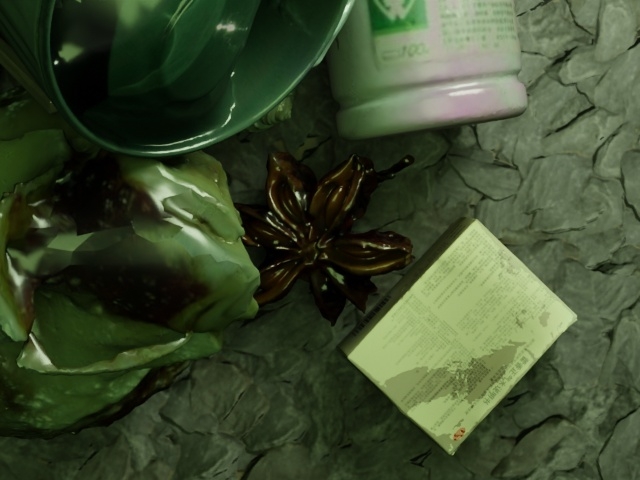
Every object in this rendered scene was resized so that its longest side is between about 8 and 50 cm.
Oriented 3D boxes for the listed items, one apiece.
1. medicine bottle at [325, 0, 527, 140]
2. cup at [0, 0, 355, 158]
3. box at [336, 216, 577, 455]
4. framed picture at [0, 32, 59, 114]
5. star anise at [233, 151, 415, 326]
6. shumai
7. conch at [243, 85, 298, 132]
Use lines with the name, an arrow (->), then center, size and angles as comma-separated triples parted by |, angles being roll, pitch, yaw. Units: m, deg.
medicine bottle -> 0.097, -0.277, 1.570 | 0.212, 0.212, 0.325 | -9, 91, -7
cup -> -0.169, -0.279, 1.372 | 0.310, 0.401, 0.392 | -47, 54, 3
box -> 0.151, 0.104, 1.643 | 0.168, 0.095, 0.212 | 44, 87, -4
framed picture -> -0.194, -0.222, 1.510 | 0.289, 0.211, 0.020 | -22, 133, -28
star anise -> 0.000, 0.000, 1.608 | 0.220, 0.126, 0.190 | 2, 92, 16
shumai -> -0.204, 0.020, 1.443 | 0.395, 0.348, 0.395 | -2, 94, -35
conch -> -0.079, -0.195, 1.609 | 0.135, 0.102, 0.153 | -37, 95, -19
